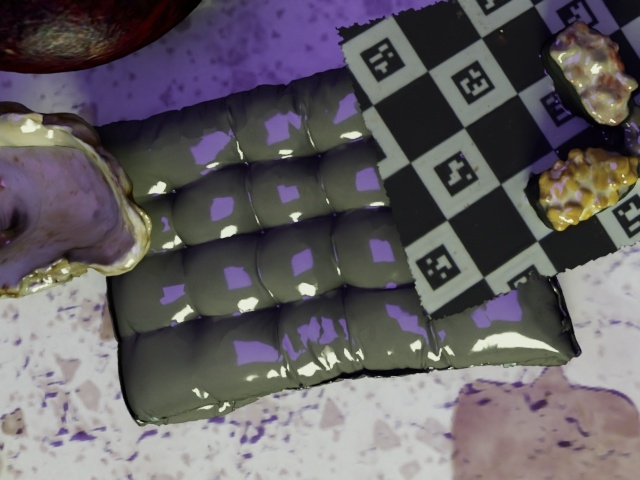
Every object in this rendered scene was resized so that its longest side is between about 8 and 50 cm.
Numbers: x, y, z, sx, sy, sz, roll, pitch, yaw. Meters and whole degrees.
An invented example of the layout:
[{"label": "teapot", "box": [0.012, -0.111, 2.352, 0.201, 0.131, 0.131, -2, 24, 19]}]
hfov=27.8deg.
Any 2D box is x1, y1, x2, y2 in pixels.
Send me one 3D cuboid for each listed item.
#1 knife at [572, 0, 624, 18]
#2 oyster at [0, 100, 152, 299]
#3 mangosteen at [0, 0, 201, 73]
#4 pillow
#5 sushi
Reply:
[{"label": "knife", "box": [0.169, -0.273, 0.871, 0.063, 0.034, 0.260, -7, 87, 8]}, {"label": "oyster", "box": [-0.252, -0.020, 0.908, 0.341, 0.110, 0.166, -21, 90, 35]}, {"label": "mangosteen", "box": [-0.205, -0.257, 0.840, 0.347, 0.307, 0.307, 1, 92, 41]}, {"label": "pillow", "box": [0.000, 0.000, 0.886, 0.326, 0.101, 0.228, -11, 86, 12]}, {"label": "sushi", "box": [0.170, -0.082, 0.808, 0.279, 0.043, 0.192, -17, 87, -13]}]
